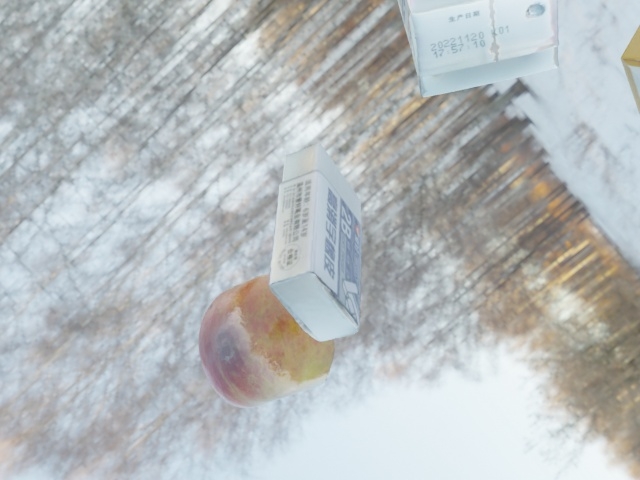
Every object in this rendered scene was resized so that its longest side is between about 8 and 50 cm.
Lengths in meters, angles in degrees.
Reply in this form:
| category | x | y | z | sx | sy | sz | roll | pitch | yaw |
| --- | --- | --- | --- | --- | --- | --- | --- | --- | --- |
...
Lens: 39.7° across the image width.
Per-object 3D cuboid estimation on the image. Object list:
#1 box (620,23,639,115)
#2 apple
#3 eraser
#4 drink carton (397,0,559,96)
| category | x | y | z | sx | sy | sz | roll | pitch | yaw |
| --- | --- | --- | --- | --- | --- | --- | --- | --- | --- |
| box | 0.471 | -0.142 | 0.801 | 0.283 | 0.214 | 0.259 | 19 | 159 | 41 |
| apple | -0.132 | 0.186 | 1.676 | 0.163 | 0.293 | 0.251 | 1 | -109 | -52 |
| eraser | 0.000 | 0.000 | 1.060 | 0.124 | 0.068 | 0.210 | 50 | -149 | -40 |
| drink carton | 0.128 | -0.284 | 0.857 | 0.107 | 0.130 | 0.315 | 70 | -170 | -48 |
